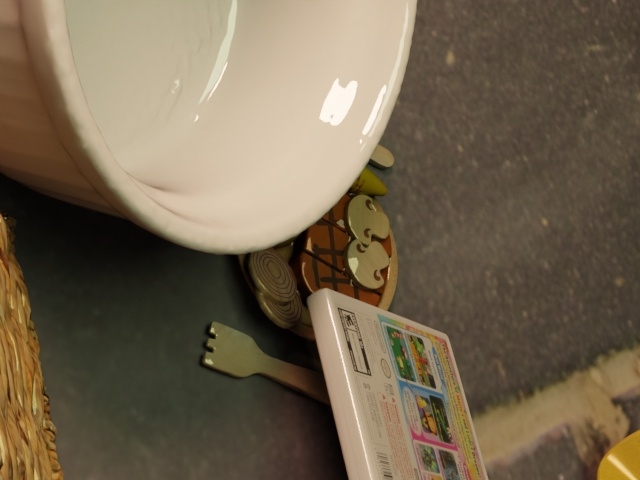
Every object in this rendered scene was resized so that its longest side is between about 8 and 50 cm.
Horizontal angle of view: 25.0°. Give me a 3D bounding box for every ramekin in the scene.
[{"bbox_3d":[-0.080,-0.138,0.745,0.277,0.135,0.277,-16,110,-50],"label":"ramekin"}]

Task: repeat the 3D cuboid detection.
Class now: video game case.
[{"bbox_3d":[0.053,0.114,0.840,0.143,0.019,0.157,24,46,-53],"label":"video game case"}]

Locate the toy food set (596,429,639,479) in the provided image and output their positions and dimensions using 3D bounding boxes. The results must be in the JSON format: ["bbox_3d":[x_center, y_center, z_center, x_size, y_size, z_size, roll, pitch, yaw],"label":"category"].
[{"bbox_3d":[0.245,0.234,0.970,0.128,0.071,0.217,-4,73,-14],"label":"toy food set"}]

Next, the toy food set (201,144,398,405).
[{"bbox_3d":[0.000,0.000,0.876,0.132,0.038,0.192,23,60,-30],"label":"toy food set"}]

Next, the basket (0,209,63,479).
[{"bbox_3d":[-0.224,0.116,0.623,0.214,0.223,0.299,-13,80,-7],"label":"basket"}]
